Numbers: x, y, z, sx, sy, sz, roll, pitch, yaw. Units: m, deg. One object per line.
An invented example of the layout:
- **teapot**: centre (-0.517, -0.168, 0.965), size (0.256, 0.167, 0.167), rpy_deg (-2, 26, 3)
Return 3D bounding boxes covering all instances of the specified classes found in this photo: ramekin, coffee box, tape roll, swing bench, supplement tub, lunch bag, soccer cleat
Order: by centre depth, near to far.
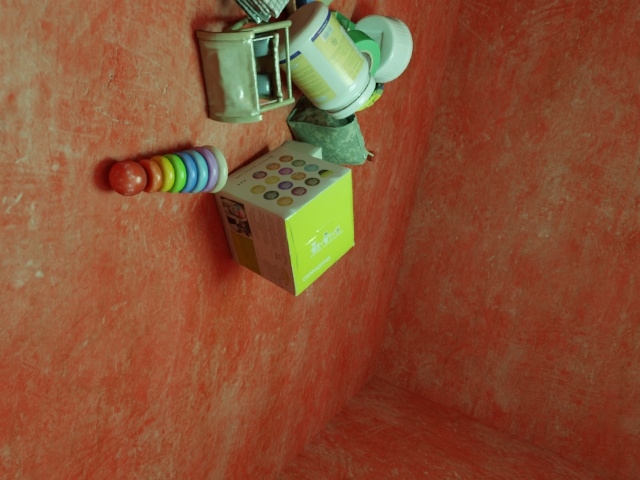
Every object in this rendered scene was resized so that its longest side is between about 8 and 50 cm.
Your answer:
- **swing bench**: centre (-0.215, -0.509, 1.403), size (0.254, 0.165, 0.253), rpy_deg (-46, 145, -44)
- **supplement tub**: centre (0.012, -0.603, 1.597), size (0.331, 0.241, 0.241), rpy_deg (41, 66, -35)
- **coffee box**: centre (-0.110, -0.079, 1.640), size (0.338, 0.334, 0.338), rpy_deg (-40, 141, -35)
- **lunch bag**: centre (0.046, -0.424, 1.853), size (0.169, 0.287, 0.235), rpy_deg (-61, 152, -23)
- **tape roll**: centre (0.098, -0.675, 1.879), size (0.321, 0.077, 0.321), rpy_deg (-35, 159, -16)
- **coffee box**: centre (0.081, -0.863, 1.935), size (0.184, 0.040, 0.113), rpy_deg (-16, 119, -62)
- **ramekin**: centre (0.243, -0.833, 2.028), size (0.135, 0.277, 0.277), rpy_deg (-15, 119, -52)
- **soccer cleat**: centre (0.232, -0.690, 2.300), size (0.289, 0.093, 0.121), rpy_deg (-52, 155, -37)

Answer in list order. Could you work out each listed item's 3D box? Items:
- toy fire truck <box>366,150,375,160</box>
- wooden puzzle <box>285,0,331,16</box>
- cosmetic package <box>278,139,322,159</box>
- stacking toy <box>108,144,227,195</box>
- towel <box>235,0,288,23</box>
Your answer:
- **toy fire truck**: centre (0.181, -0.442, 2.298), size (0.192, 0.135, 0.047), rpy_deg (14, 93, -65)
- **wooden puzzle**: centre (-0.031, -0.925, 1.616), size (0.322, 0.080, 0.348), rpy_deg (-59, 152, -29)
- **cosmetic package**: centre (-0.075, -0.231, 1.879), size (0.113, 0.160, 0.309), rpy_deg (-51, 147, -38)
- **stacking toy**: centre (-0.415, -0.181, 1.270), size (0.330, 0.141, 0.141), rpy_deg (-18, 122, -52)
- **towel**: centre (-0.187, -0.763, 1.261), size (0.284, 0.121, 0.235), rpy_deg (38, 67, -33)
